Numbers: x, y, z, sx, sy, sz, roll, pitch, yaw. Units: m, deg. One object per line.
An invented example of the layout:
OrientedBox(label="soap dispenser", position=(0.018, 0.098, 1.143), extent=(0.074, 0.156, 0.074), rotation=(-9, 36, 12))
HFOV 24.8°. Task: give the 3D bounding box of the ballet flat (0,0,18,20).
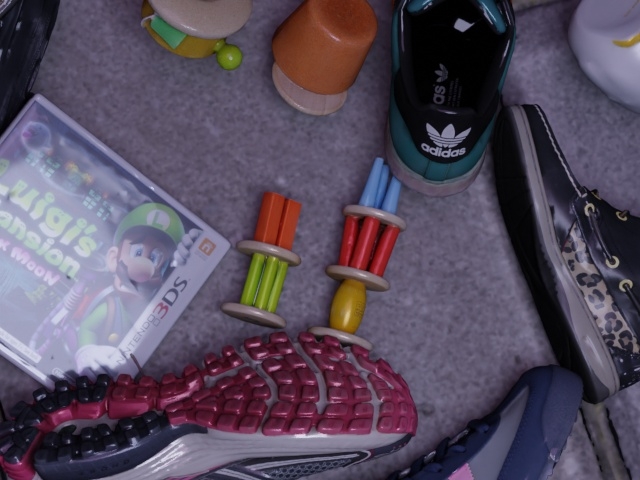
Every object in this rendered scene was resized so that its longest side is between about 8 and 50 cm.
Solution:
OrientedBox(label="ballet flat", position=(-0.326, -0.138, 1.053), extent=(0.281, 0.096, 0.095), rotation=(-21, 67, 6))

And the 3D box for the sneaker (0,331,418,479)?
OrientedBox(label="sneaker", position=(-0.077, 0.148, 1.061), extent=(0.299, 0.121, 0.112), rotation=(-9, 122, 3))

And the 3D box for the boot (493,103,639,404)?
OrientedBox(label="boot", position=(0.244, -0.011, 1.122), extent=(0.179, 0.085, 0.236), rotation=(-18, 87, -8))

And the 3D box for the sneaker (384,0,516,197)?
OrientedBox(label="sneaker", position=(0.106, -0.191, 1.118), extent=(0.108, 0.121, 0.302), rotation=(5, 68, -4))

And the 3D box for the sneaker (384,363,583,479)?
OrientedBox(label="sneaker", position=(0.066, 0.201, 1.056), extent=(0.131, 0.112, 0.319), rotation=(36, 78, 1))

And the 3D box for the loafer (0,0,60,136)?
OrientedBox(label="loafer", position=(-0.254, -0.111, 1.119), extent=(0.076, 0.078, 0.223), rotation=(21, 93, 33))

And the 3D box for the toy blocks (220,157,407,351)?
OrientedBox(label="toy blocks", position=(0.000, 0.000, 1.121), extent=(0.123, 0.054, 0.148), rotation=(16, 79, 0))

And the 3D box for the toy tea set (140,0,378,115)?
OrientedBox(label="toy tea set", position=(-0.111, -0.219, 1.150), extent=(0.200, 0.124, 0.336), rotation=(-30, 77, -38))

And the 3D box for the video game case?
OrientedBox(label="video game case", position=(-0.190, 0.015, 1.094), extent=(0.190, 0.022, 0.173), rotation=(38, 79, -15))

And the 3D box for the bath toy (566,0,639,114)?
OrientedBox(label="bath toy", position=(0.348, -0.218, 1.153), extent=(0.348, 0.129, 0.151), rotation=(-43, 40, -12))
